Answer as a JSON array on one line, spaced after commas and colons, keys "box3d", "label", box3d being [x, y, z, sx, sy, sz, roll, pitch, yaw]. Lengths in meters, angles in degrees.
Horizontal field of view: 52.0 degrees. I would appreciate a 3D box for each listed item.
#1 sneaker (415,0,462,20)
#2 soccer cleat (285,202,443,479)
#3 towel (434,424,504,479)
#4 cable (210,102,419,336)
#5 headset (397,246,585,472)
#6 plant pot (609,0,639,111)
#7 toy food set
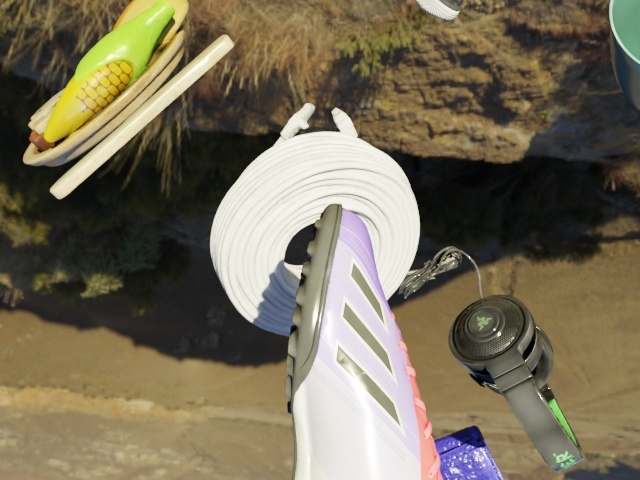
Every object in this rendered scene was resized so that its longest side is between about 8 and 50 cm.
[{"box3d": [0.203, -0.585, 1.345, 0.269, 0.101, 0.153, 35, 126, -1], "label": "sneaker"}, {"box3d": [0.033, 0.132, 0.467, 0.116, 0.318, 0.108, 2, 169, 0], "label": "soccer cleat"}, {"box3d": [0.211, 0.519, 1.268, 0.308, 0.227, 0.076, -26, 172, 11], "label": "towel"}, {"box3d": [0.000, 0.000, 0.785, 0.257, 0.089, 0.257, -45, 126, 9], "label": "cable"}, {"box3d": [0.268, 0.182, 1.046, 0.185, 0.394, 0.243, -31, 148, 14], "label": "headset"}, {"box3d": [0.655, -0.340, 1.149, 0.293, 0.293, 0.235, -2, 160, 19], "label": "plant pot"}, {"box3d": [-0.130, -0.097, 0.386, 0.038, 0.132, 0.192, 49, 173, -29], "label": "toy food set"}]
